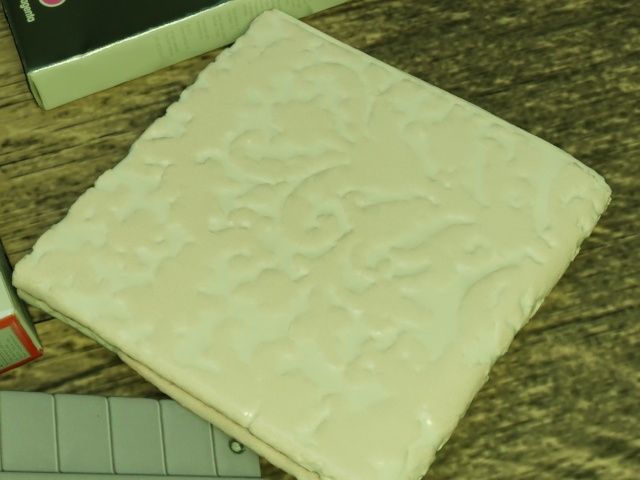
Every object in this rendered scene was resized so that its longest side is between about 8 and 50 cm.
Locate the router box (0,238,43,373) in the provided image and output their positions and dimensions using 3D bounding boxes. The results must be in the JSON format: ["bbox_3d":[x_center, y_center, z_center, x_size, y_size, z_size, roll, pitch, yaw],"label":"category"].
[{"bbox_3d":[-0.409,-0.007,0.994,0.301,0.082,0.335,-23,65,-7],"label":"router box"}]

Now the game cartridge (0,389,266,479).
[{"bbox_3d":[-0.126,0.264,0.797,0.230,0.068,0.355,10,58,-34],"label":"game cartridge"}]

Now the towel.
[{"bbox_3d":[0.000,0.000,0.948,0.317,0.053,0.332,29,57,18],"label":"towel"}]

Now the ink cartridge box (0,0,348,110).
[{"bbox_3d":[-0.089,-0.251,1.106,0.370,0.069,0.176,-20,64,-9],"label":"ink cartridge box"}]
